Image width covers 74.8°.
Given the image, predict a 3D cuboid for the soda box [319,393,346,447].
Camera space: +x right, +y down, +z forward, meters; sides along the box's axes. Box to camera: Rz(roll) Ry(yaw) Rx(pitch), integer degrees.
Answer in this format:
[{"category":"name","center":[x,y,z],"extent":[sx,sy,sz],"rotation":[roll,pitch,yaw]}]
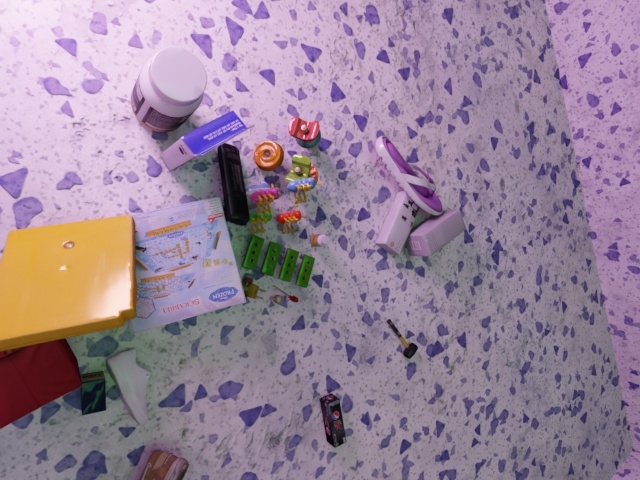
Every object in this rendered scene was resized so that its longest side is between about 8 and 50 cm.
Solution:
[{"category":"soda box","center":[0.045,0.640,1.490],"extent":[0.053,0.060,0.169],"rotation":[-12,96,-29]}]

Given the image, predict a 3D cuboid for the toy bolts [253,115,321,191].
[{"category":"toy bolts","center":[-0.087,-0.293,1.408],"extent":[0.218,0.158,0.228],"rotation":[21,88,12]}]

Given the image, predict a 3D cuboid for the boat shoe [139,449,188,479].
[{"category":"boat shoe","center":[-0.489,0.730,1.154],"extent":[0.116,0.123,0.324],"rotation":[28,83,7]}]

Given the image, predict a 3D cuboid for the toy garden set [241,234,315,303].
[{"category":"toy garden set","center":[-0.155,0.116,1.386],"extent":[0.244,0.049,0.204],"rotation":[23,76,-29]}]

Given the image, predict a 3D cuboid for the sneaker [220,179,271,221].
[{"category":"sneaker","center":[-0.265,-0.123,1.311],"extent":[0.237,0.085,0.086],"rotation":[-22,68,-23]}]

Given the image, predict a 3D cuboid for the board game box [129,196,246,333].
[{"category":"board game box","center":[-0.404,0.063,1.184],"extent":[0.318,0.066,0.318],"rotation":[-14,97,-16]}]

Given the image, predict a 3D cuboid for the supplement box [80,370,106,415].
[{"category":"supplement box","center":[-0.596,0.397,1.097],"extent":[0.056,0.083,0.083],"rotation":[-1,90,-31]}]

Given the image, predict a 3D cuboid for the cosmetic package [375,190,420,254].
[{"category":"cosmetic package","center":[0.311,-0.069,1.655],"extent":[0.099,0.060,0.239],"rotation":[32,74,-26]}]

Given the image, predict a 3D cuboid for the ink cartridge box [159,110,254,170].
[{"category":"ink cartridge box","center":[-0.316,-0.267,1.125],"extent":[0.165,0.332,0.065],"rotation":[-38,111,-26]}]

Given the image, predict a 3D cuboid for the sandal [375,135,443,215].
[{"category":"sandal","center":[0.372,-0.251,1.633],"extent":[0.416,0.102,0.169],"rotation":[41,38,-23]}]

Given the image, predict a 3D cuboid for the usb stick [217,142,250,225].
[{"category":"usb stick","center":[-0.262,-0.172,1.254],"extent":[0.077,0.045,0.278],"rotation":[11,55,-42]}]

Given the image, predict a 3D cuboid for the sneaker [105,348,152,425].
[{"category":"sneaker","center":[-0.507,0.405,1.161],"extent":[0.094,0.080,0.212],"rotation":[-26,102,-40]}]

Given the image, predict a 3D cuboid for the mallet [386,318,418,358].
[{"category":"mallet","center":[0.330,0.384,1.680],"extent":[0.062,0.039,0.190],"rotation":[-35,103,-25]}]

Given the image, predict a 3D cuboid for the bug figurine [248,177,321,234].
[{"category":"bug figurine","center":[-0.123,-0.110,1.304],"extent":[0.216,0.279,0.072],"rotation":[-11,66,-23]}]

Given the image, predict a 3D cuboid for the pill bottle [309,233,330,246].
[{"category":"pill bottle","center":[0.000,0.000,1.455],"extent":[0.043,0.083,0.043],"rotation":[1,89,-31]}]

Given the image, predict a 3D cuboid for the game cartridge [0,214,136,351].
[{"category":"game cartridge","center":[-0.577,0.081,0.961],"extent":[0.285,0.324,0.053],"rotation":[-9,139,-15]}]

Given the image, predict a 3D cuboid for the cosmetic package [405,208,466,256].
[{"category":"cosmetic package","center":[0.466,-0.033,1.710],"extent":[0.238,0.127,0.107],"rotation":[-28,103,-26]}]

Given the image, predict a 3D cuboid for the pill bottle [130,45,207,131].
[{"category":"pill bottle","center":[-0.401,-0.393,1.106],"extent":[0.162,0.278,0.162],"rotation":[0,90,-31]}]

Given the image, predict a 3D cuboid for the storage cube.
[{"category":"storage cube","center":[-0.694,0.275,0.972],"extent":[0.183,0.215,0.193],"rotation":[-27,110,-29]}]
